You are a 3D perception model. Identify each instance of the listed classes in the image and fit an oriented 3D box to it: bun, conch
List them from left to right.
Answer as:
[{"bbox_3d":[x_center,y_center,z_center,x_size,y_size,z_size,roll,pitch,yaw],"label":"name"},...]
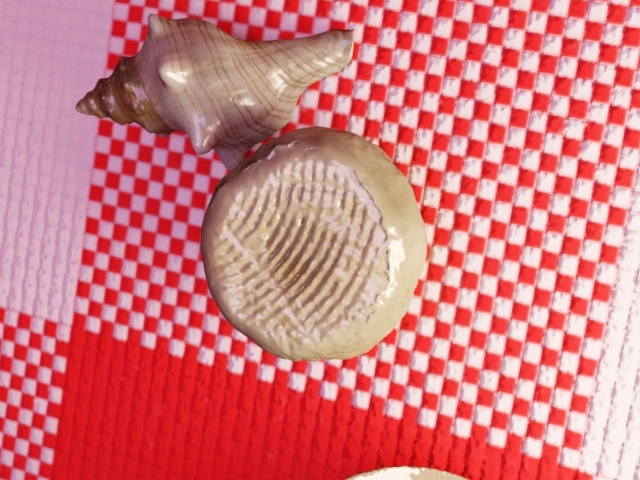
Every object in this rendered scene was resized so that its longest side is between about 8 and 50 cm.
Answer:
[{"bbox_3d":[-0.100,-0.123,1.128,0.233,0.114,0.137,12,113,17],"label":"conch"},{"bbox_3d":[0.000,0.000,1.087,0.195,0.118,0.196,5,103,24],"label":"bun"}]

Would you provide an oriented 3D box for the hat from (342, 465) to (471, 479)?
[{"bbox_3d":[0.070,0.327,1.064,0.257,0.257,0.130,44,149,15],"label":"hat"}]
